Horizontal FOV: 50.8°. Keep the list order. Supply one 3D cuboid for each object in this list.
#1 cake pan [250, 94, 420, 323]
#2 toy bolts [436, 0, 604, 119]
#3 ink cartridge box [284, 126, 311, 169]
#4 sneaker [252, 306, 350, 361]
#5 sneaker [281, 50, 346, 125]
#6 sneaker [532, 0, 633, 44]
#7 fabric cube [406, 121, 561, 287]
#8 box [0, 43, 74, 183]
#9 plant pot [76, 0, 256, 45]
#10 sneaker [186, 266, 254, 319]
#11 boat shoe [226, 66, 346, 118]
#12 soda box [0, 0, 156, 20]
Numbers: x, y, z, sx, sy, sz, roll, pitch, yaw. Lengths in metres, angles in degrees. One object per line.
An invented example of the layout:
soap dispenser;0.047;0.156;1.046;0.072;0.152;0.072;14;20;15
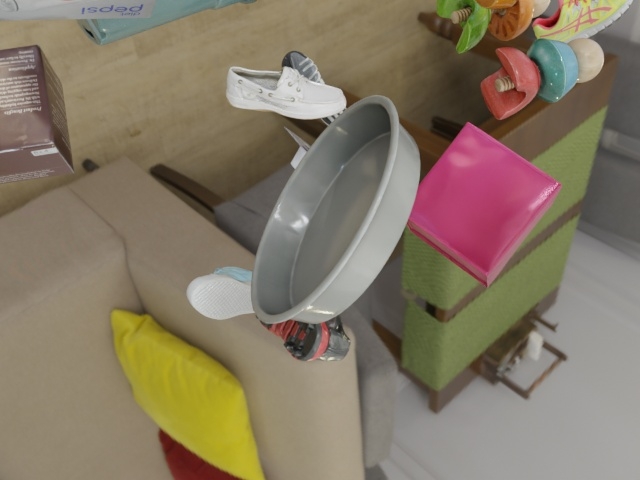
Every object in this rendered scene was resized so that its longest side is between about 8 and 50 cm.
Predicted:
cake pan;0.015;-0.030;0.790;0.054;0.293;0.293;28;97;-22
toy bolts;0.289;-0.302;0.910;0.159;0.228;0.218;-18;165;-10
ink cartridge box;0.020;-0.153;1.851;0.072;0.307;0.303;-45;167;7
sneaker;-0.035;0.152;1.299;0.135;0.276;0.097;20;100;-35
sneaker;-0.011;-0.374;1.722;0.086;0.228;0.132;-37;175;9
sneaker;0.483;-0.426;1.240;0.208;0.094;0.081;-36;-161;38
fabric cube;0.372;-0.073;1.587;0.258;0.254;0.259;-53;164;1
box;-0.581;-0.233;1.275;0.169;0.203;0.167;-10;169;-10
plant pot;-0.339;-0.560;1.295;0.334;0.341;0.341;-31;139;-18
sneaker;-0.290;0.143;1.990;0.366;0.150;0.135;15;101;-60
boat shoe;-0.077;-0.343;1.525;0.277;0.098;0.096;4;135;-1
soda box;-0.409;-0.409;1.062;0.287;0.098;0.091;-10;87;-24
